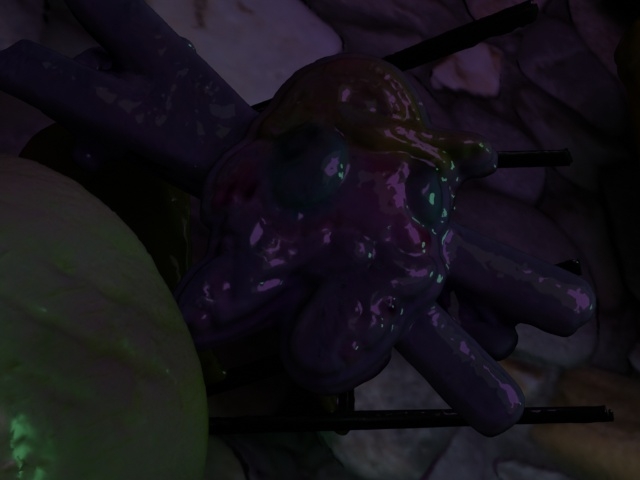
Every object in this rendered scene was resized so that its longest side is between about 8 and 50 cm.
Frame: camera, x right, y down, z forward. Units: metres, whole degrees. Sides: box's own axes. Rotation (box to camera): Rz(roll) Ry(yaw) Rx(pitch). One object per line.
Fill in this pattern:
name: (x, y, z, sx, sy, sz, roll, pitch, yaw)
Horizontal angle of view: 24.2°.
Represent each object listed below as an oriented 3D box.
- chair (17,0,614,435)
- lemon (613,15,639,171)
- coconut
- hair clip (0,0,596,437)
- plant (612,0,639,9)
chair: (0.000, 0.000, 0.715, 0.247, 0.172, 0.159, -11, 56, 13)
lemon: (0.351, -0.067, 0.856, 0.336, 0.336, 0.336, 16, 52, -22)
coconut: (-0.150, 0.071, 0.533, 0.236, 0.204, 0.236, 45, 23, -25)
hair clip: (-0.031, -0.022, 0.593, 0.278, 0.090, 0.137, 31, 74, 28)
plant: (0.216, -0.253, 1.028, 0.274, 0.146, 0.149, 37, 28, -2)
